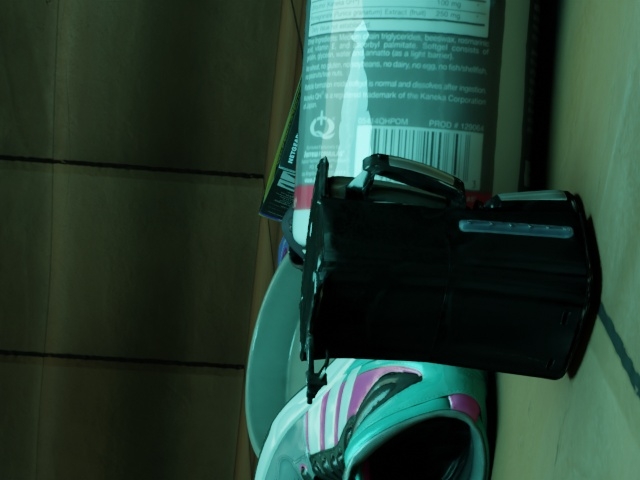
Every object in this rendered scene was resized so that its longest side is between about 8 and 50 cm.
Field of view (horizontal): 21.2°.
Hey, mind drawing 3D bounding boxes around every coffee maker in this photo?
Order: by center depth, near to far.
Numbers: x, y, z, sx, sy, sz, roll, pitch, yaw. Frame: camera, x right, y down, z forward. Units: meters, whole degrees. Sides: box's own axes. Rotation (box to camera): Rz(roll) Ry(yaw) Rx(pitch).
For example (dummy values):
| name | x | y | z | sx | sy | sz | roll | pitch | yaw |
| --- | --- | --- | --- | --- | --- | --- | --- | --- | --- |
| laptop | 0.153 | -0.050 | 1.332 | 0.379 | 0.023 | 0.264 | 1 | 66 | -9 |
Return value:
| name | x | y | z | sx | sy | sz | roll | pitch | yaw |
| --- | --- | --- | --- | --- | --- | --- | --- | --- | --- |
| coffee maker | 0.078 | 0.038 | 1.103 | 0.120 | 0.178 | 0.171 | 105 | 170 | -67 |

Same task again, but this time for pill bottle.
| name | x | y | z | sx | sy | sz | roll | pitch | yaw |
| --- | --- | --- | --- | --- | --- | --- | --- | --- | --- |
| pill bottle | 0.075 | -0.147 | 1.266 | 0.176 | 0.176 | 0.318 | 167 | 107 | -83 |

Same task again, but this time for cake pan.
| name | x | y | z | sx | sy | sz | roll | pitch | yaw |
| --- | --- | --- | --- | --- | --- | --- | --- | --- | --- |
| cake pan | -0.005 | 0.131 | 2.009 | 0.293 | 0.054 | 0.293 | -44 | 39 | 51 |

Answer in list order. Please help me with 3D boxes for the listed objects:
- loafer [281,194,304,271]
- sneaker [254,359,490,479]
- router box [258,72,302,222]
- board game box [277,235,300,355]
| name | x | y | z | sx | sy | sz | roll | pitch | yaw |
| --- | --- | --- | --- | --- | --- | --- | --- | --- | --- |
| loafer | 0.000 | 0.000 | 1.762 | 0.302 | 0.095 | 0.109 | 58 | -152 | -81 |
| sneaker | 0.043 | 0.192 | 1.392 | 0.295 | 0.124 | 0.178 | -54 | 23 | 31 |
| router box | 0.020 | -0.182 | 1.923 | 0.243 | 0.081 | 0.308 | 121 | 167 | -76 |
| board game box | -0.008 | 0.082 | 2.324 | 0.347 | 0.078 | 0.233 | 118 | 155 | -75 |
